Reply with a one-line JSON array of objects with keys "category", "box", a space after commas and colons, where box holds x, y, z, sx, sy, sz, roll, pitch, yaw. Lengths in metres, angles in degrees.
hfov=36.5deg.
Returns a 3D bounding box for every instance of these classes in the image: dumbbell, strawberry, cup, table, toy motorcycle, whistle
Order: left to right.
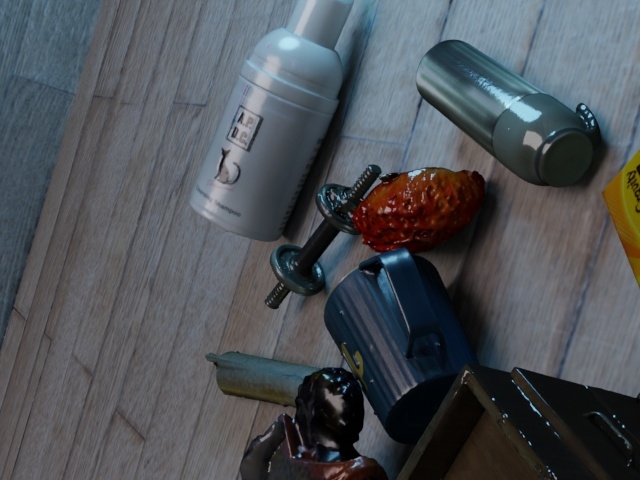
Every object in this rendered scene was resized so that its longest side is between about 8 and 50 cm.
[{"category": "whistle", "box": [-0.062, 0.179, 1.248, 0.057, 0.068, 0.326, -47, 21, -22]}, {"category": "toy motorcycle", "box": [-0.024, 0.325, 1.010, 0.401, 0.134, 0.207, -62, 42, 34]}, {"category": "dumbbell", "box": [0.000, 0.000, 1.213, 0.254, 0.081, 0.082, -52, 36, 33]}, {"category": "cup", "box": [0.086, 0.097, 0.955, 0.177, 0.131, 0.155, 82, 167, -47]}, {"category": "strawberry", "box": [0.103, -0.019, 1.038, 0.188, 0.121, 0.082, 135, 129, -64]}, {"category": "table", "box": [0.181, 0.204, 0.694, 0.173, 0.193, 0.169, -64, 31, 19]}]

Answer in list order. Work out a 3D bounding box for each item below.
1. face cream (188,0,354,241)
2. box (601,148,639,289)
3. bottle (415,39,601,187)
[{"category": "face cream", "box": [-0.051, -0.193, 1.322, 0.145, 0.145, 0.370, 46, 117, 57]}, {"category": "box", "box": [0.320, -0.074, 0.711, 0.152, 0.043, 0.269, -92, 27, -46]}, {"category": "bottle", "box": [0.185, -0.134, 0.974, 0.096, 0.079, 0.254, -31, 35, -3]}]
